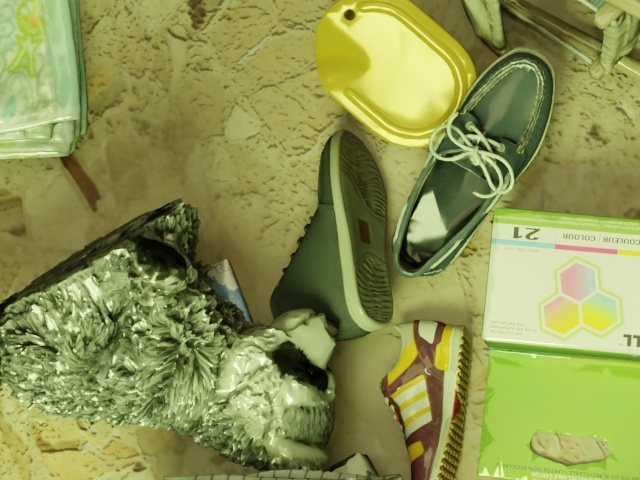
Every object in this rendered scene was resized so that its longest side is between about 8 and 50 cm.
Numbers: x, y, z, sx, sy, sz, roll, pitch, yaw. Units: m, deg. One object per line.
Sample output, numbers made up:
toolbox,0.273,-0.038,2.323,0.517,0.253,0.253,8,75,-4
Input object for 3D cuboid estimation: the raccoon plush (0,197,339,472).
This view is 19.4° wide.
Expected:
raccoon plush,-0.196,0.164,1.825,0.446,0.216,0.299,-28,99,17

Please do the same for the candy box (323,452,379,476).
candy box,-0.021,0.331,1.832,0.233,0.071,0.159,-29,78,4

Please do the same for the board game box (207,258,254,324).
board game box,-0.119,0.077,1.915,0.090,0.020,0.090,-23,78,3

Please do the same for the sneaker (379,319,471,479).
sneaker,0.097,0.171,1.849,0.084,0.069,0.185,5,75,18

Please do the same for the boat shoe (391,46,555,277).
boat shoe,0.146,-0.073,1.833,0.095,0.079,0.254,37,107,5

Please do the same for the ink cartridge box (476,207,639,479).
ink cartridge box,0.251,0.108,1.816,0.189,0.097,0.255,5,81,9

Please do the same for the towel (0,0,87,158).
towel,-0.415,-0.254,1.979,0.320,0.090,0.374,-7,80,6

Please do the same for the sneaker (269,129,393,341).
sneaker,0.000,0.000,1.881,0.118,0.083,0.222,-22,58,33

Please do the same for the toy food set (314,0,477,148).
toy food set,0.093,-0.166,1.895,0.218,0.071,0.128,42,108,-4

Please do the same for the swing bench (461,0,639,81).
swing bench,0.235,-0.266,1.800,0.255,0.253,0.165,12,83,11

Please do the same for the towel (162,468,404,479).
towel,-0.057,0.332,1.695,0.284,0.121,0.235,-5,98,19
